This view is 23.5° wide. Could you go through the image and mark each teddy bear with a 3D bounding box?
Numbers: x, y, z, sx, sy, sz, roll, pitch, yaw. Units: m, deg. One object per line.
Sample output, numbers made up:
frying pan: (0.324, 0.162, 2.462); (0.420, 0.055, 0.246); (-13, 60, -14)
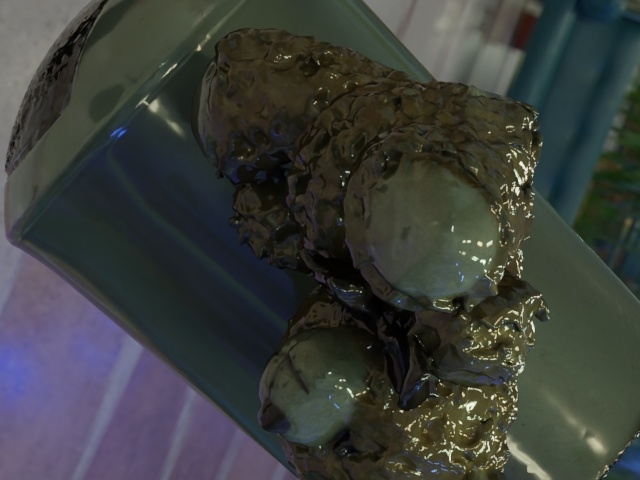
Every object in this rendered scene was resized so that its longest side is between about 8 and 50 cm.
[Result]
teddy bear: (0.032, 0.035, 0.799); (0.156, 0.267, 0.256); (-4, 115, -29)

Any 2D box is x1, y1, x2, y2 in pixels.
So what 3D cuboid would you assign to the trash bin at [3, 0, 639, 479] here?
trash bin: (0.000, 0.000, 1.021); (0.280, 0.432, 0.280); (-46, -174, 7)
